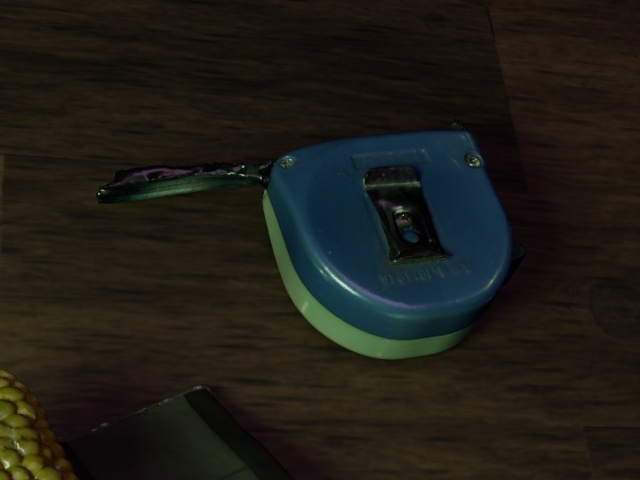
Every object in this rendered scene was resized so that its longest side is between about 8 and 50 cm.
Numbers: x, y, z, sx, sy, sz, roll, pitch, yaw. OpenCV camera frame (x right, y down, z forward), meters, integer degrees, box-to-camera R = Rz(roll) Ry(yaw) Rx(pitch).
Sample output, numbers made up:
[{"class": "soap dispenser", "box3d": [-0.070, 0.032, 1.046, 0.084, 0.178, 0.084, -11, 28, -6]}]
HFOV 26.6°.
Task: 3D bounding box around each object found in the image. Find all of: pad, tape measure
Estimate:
[{"class": "pad", "box3d": [-0.088, 0.199, 0.983, 0.174, 0.022, 0.233, -20, 43, -37]}, {"class": "tape measure", "box3d": [0.000, 0.000, 1.166, 0.351, 0.098, 0.215, -8, 58, -20]}]

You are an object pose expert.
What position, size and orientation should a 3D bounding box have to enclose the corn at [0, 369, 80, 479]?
[{"class": "corn", "box3d": [-0.183, 0.237, 0.837, 0.130, 0.130, 0.347, -10, 52, -24]}]
